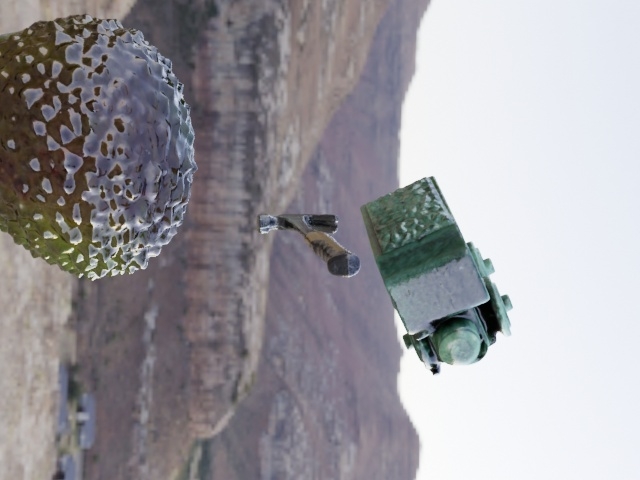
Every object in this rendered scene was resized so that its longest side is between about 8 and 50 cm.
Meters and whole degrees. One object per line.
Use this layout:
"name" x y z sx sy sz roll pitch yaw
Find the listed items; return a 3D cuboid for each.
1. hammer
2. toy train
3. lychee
"hammer" 0.000 0.000 0.926 0.201 0.078 0.021 -143 -128 -70
"toy train" 0.167 0.043 1.465 0.299 0.166 0.238 -104 168 -63
"lychee" -0.151 -0.055 0.640 0.171 0.171 0.171 -179 -90 -90
